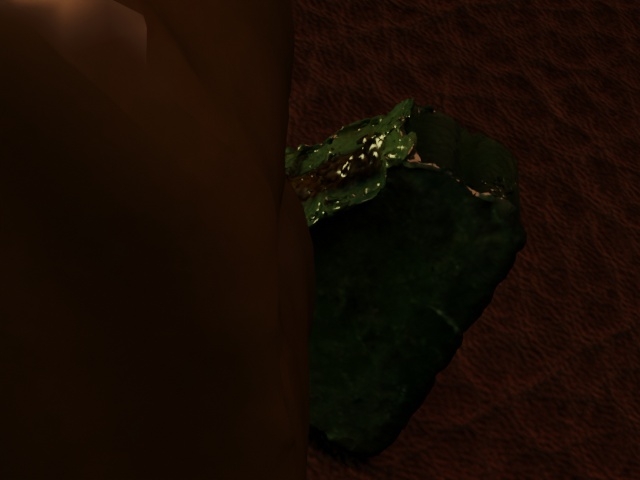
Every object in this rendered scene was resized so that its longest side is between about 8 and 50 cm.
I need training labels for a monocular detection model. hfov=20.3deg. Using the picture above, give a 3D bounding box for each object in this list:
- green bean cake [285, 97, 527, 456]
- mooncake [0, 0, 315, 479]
[{"bbox_3d":[0.000,0.000,1.037,0.193,0.208,0.107,28,33,-6],"label":"green bean cake"},{"bbox_3d":[-0.221,0.007,0.680,0.467,0.467,0.262,20,27,-14],"label":"mooncake"}]
